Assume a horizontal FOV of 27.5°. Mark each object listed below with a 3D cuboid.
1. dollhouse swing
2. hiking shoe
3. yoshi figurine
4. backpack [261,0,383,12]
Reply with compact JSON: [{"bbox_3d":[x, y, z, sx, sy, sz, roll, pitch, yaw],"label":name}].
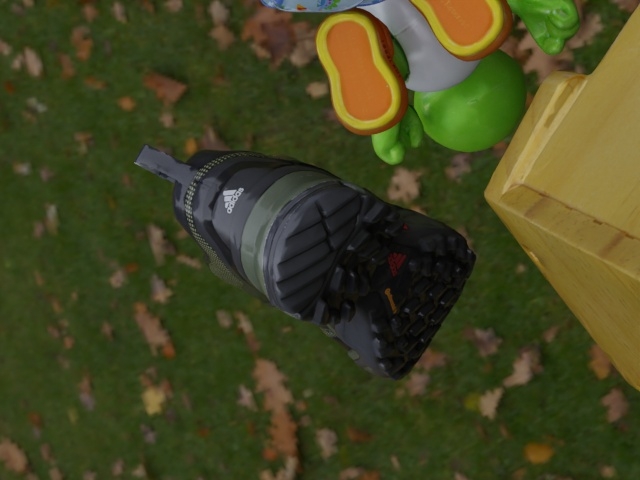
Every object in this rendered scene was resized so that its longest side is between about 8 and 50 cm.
[{"bbox_3d":[0.333,-0.031,0.854,0.315,0.305,0.347,49,175,-25],"label":"dollhouse swing"},{"bbox_3d":[0.000,0.000,0.647,0.114,0.227,0.086,33,87,26],"label":"hiking shoe"},{"bbox_3d":[0.120,-0.156,1.182,0.203,0.362,0.203,14,101,10],"label":"yoshi figurine"},{"bbox_3d":[0.009,-0.219,0.970,0.084,0.114,0.105,-98,7,-52],"label":"backpack"}]
